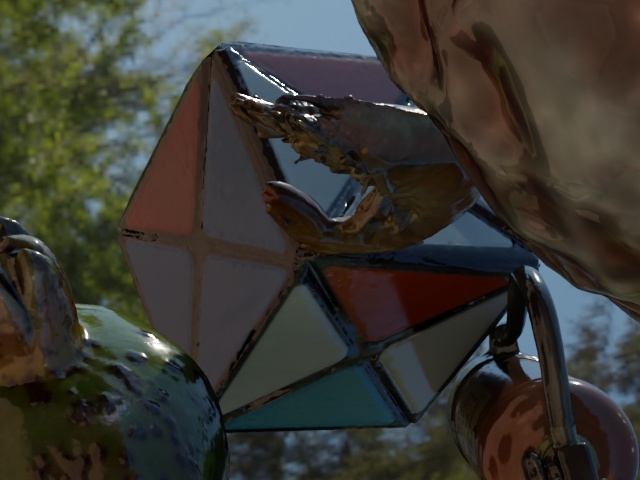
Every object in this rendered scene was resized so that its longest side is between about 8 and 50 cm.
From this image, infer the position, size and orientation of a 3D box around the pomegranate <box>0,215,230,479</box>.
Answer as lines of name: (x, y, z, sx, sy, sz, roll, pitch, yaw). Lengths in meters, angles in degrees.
pomegranate: (-0.151, 0.106, 0.851, 0.202, 0.202, 0.248, 37, -33, 53)

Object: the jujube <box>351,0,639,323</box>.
jujube: (0.095, -0.130, 0.361, 0.226, 0.226, 0.317, 6, -63, 62)

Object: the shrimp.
shrimp: (0.019, -0.042, 0.967, 0.133, 0.236, 0.053, -35, -121, 30)

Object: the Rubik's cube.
Rubik's cube: (-0.001, 0.000, 1.299, 0.246, 0.250, 0.248, -56, -136, 40)

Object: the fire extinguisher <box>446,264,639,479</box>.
fire extinguisher: (0.152, 0.127, 1.152, 0.200, 0.113, 0.376, 59, 0, -2)
